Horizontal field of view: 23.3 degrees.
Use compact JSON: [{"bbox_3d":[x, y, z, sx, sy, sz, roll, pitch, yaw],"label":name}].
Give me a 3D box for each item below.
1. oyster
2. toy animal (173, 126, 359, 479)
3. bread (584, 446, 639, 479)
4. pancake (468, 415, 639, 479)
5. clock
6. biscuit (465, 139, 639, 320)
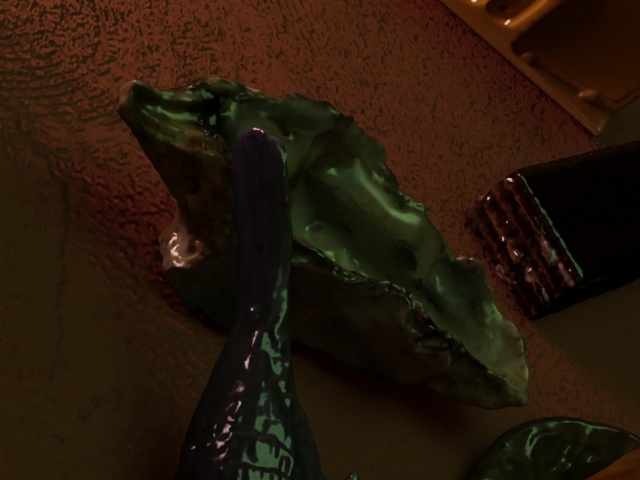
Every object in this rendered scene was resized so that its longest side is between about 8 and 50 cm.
[{"bbox_3d":[-0.003,0.004,1.004,0.341,0.110,0.166,21,50,-34],"label":"oyster"},{"bbox_3d":[-0.025,0.140,0.855,0.206,0.081,0.367,38,57,-35],"label":"toy animal"},{"bbox_3d":[0.223,0.193,0.932,0.344,0.195,0.149,-26,73,-35],"label":"bread"},{"bbox_3d":[0.192,0.235,1.043,0.241,0.050,0.242,15,54,-21],"label":"pancake"},{"bbox_3d":[0.206,-0.272,1.338,0.317,0.244,0.200,32,56,-15],"label":"clock"},{"bbox_3d":[0.229,-0.017,1.271,0.252,0.070,0.106,-16,70,-49],"label":"biscuit"}]
